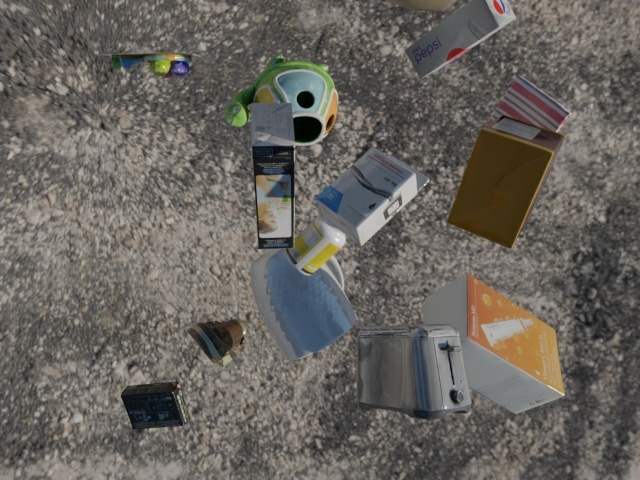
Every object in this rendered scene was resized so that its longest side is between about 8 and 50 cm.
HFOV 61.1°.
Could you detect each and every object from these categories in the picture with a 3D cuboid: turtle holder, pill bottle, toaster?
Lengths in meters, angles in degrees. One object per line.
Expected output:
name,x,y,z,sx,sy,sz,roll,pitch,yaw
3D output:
turtle holder,-0.098,-0.407,1.611,0.321,0.227,0.243,18,132,-31
pill bottle,0.000,0.000,1.431,0.103,0.103,0.184,38,110,-25
toaster,0.146,0.218,0.929,0.129,0.227,0.146,6,78,-37

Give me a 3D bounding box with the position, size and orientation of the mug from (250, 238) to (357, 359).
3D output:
mug,-0.050,0.158,1.802,0.374,0.276,0.328,-34,98,-48

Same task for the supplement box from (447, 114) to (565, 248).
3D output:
supplement box,0.359,-0.119,1.042,0.194,0.129,0.191,-34,143,-54

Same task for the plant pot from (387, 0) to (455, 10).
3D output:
plant pot,0.146,-0.591,1.044,0.191,0.284,0.283,-10,106,-17

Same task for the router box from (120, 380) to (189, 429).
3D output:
router box,-0.352,0.353,1.160,0.123,0.038,0.092,-6,111,9

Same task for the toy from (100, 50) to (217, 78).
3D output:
toy,-0.382,-0.416,1.291,0.238,0.137,0.056,7,105,11

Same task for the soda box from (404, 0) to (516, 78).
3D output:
soda box,0.362,-0.543,1.436,0.091,0.286,0.098,-35,98,-34

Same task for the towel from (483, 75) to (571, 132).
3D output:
towel,0.447,-0.249,1.207,0.029,0.144,0.197,-28,154,-35

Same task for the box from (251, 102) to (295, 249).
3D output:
box,-0.103,-0.137,1.202,0.087,0.169,0.289,-2,134,-5

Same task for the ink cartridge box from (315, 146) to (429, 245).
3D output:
ink cartridge box,0.093,-0.090,0.944,0.180,0.104,0.060,-43,148,-14

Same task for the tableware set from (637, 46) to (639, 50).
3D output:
tableware set,0.555,-0.242,0.820,0.154,0.104,0.024,59,43,-21

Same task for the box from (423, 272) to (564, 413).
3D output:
box,0.459,0.280,1.456,0.345,0.215,0.168,31,134,-18

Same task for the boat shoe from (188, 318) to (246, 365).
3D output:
boat shoe,-0.208,0.199,1.147,0.095,0.257,0.095,-39,81,-13
